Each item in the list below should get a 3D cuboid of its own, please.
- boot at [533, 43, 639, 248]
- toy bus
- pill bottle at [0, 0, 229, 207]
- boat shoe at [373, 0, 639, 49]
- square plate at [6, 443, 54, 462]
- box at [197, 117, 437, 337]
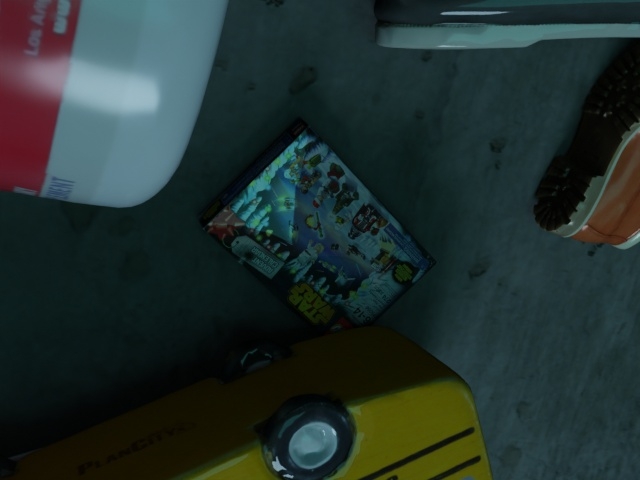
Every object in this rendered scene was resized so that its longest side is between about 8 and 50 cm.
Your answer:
[{"bbox_3d":[0.221,-0.065,0.623,0.084,0.059,0.158,19,112,-25],"label":"boot"},{"bbox_3d":[-0.070,0.158,0.535,0.332,0.108,0.130,-22,111,-16],"label":"toy bus"},{"bbox_3d":[-0.247,-0.155,0.356,0.407,0.229,0.229,10,106,-19],"label":"pill bottle"},{"bbox_3d":[0.193,-0.168,0.529,0.335,0.112,0.095,-4,109,-3],"label":"boat shoe"},{"bbox_3d":[-0.154,0.282,0.625,0.344,0.049,0.347,-15,110,-16],"label":"square plate"},{"bbox_3d":[0.000,0.000,0.594,0.094,0.027,0.137,-44,115,4],"label":"box"}]
